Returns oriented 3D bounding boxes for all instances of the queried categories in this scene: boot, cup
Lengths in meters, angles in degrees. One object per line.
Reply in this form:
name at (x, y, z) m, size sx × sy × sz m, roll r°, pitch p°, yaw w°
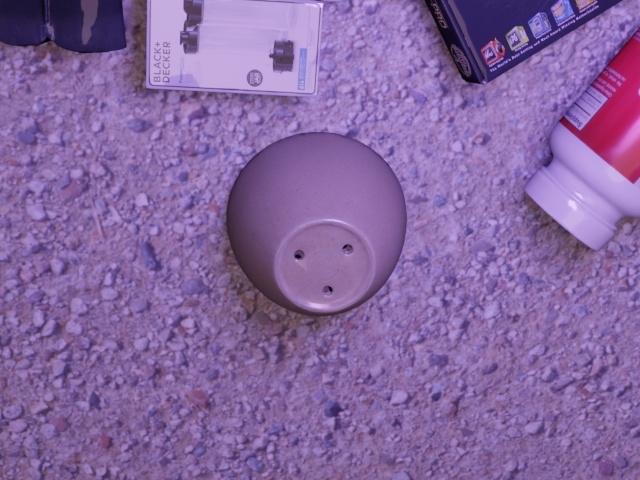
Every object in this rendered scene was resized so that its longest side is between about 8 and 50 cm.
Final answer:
boot at (-0.331, -0.508, 1.617) m, size 0.367 × 0.146 × 0.444 m, roll 12°, pitch 107°, yaw 18°
cup at (0.000, 0.000, 1.814) m, size 0.331 × 0.237 × 0.330 m, roll -1°, pitch 110°, yaw -3°

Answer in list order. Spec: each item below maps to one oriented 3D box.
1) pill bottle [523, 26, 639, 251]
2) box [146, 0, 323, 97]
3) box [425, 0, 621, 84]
pill bottle at (0.544, -0.189, 1.781) m, size 0.229 × 0.229 × 0.407 m, roll 35°, pitch 105°, yaw -15°
box at (-0.145, -0.334, 1.757) m, size 0.290 × 0.087 × 0.169 m, roll 4°, pitch 110°, yaw -5°
box at (0.342, -0.485, 1.689) m, size 0.395 × 0.097 × 0.318 m, roll -31°, pitch 108°, yaw -6°
